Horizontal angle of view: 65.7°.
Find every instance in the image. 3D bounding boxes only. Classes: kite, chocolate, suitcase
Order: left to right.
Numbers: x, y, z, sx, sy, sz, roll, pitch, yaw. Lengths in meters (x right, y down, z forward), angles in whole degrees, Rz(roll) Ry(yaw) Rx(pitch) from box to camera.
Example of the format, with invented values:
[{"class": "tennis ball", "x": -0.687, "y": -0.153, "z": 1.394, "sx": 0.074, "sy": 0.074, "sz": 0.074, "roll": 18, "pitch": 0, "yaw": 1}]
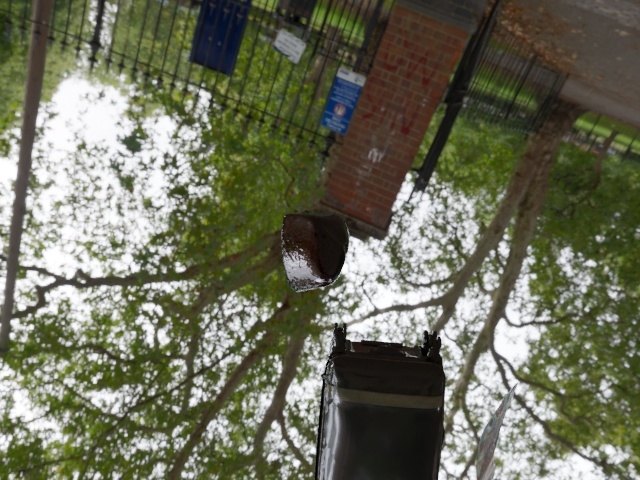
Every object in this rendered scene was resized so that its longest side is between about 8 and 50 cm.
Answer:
[{"class": "chocolate", "x": 0.000, "y": 0.000, "z": 0.786, "sx": 0.080, "sy": 0.125, "sz": 0.149, "roll": -1, "pitch": -139, "yaw": 26}, {"class": "suitcase", "x": 0.133, "y": 0.414, "z": 1.087, "sx": 0.283, "sy": 0.434, "sz": 0.194, "roll": 5, "pitch": -178, "yaw": 2}, {"class": "kite", "x": 0.140, "y": 0.235, "z": 0.444, "sx": 0.016, "sy": 0.127, "sz": 0.229, "roll": 17, "pitch": -135, "yaw": 18}]
